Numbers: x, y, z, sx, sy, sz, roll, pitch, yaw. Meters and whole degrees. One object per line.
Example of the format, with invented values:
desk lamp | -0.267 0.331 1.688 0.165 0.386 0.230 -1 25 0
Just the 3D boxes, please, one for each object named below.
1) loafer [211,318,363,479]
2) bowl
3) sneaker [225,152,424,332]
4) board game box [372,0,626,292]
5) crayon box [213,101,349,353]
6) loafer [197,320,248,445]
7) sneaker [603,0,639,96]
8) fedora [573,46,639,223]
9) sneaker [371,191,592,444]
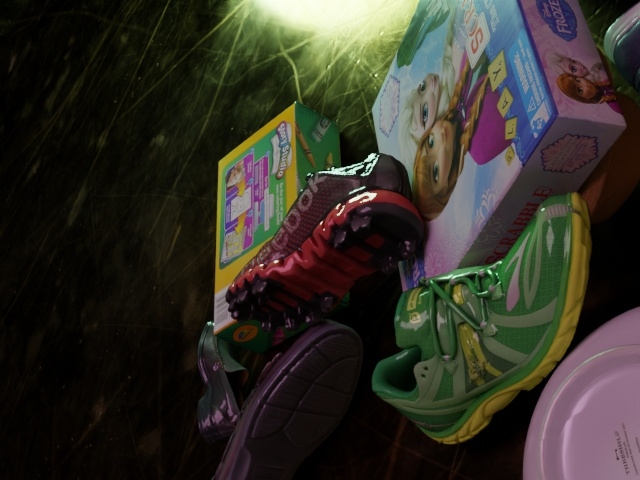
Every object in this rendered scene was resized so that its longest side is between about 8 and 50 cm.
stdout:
loafer | -0.059 0.213 1.039 0.303 0.109 0.095 -63 31 7
bowl | 0.249 0.160 0.653 0.298 0.134 0.298 -29 49 40
sneaker | 0.000 0.000 0.982 0.276 0.097 0.135 -36 36 39
board game box | 0.145 -0.120 0.897 0.318 0.065 0.319 114 156 -49
crayon box | -0.053 -0.018 1.185 0.165 0.081 0.278 -32 47 37
loafer | -0.118 0.175 1.182 0.061 0.062 0.170 -20 55 17
sneaker | 0.351 -0.181 0.758 0.226 0.086 0.163 -46 33 32
fedora | 0.234 -0.076 0.833 0.194 0.079 0.194 -173 90 -75
sneaker | 0.129 0.073 0.791 0.109 0.123 0.295 -73 9 -49
